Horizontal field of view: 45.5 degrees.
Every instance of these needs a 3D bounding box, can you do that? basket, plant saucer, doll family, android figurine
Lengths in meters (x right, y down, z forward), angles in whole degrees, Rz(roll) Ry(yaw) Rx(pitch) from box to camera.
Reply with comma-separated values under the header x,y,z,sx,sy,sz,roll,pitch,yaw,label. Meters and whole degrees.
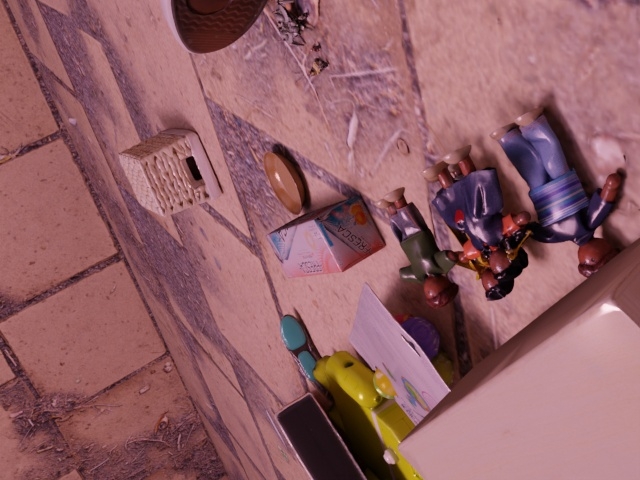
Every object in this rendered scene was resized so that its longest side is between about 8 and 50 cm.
x,y,z,sx,sy,sz,roll,pitch,yaw,label
-0.248,-0.109,1.231,0.167,0.103,0.113,21,136,62,basket
-0.040,-0.070,0.902,0.083,0.015,0.083,49,157,30,plant saucer
0.117,-0.008,0.516,0.111,0.076,0.193,64,158,4,doll family
0.082,0.261,1.007,0.273,0.056,0.248,36,149,53,android figurine

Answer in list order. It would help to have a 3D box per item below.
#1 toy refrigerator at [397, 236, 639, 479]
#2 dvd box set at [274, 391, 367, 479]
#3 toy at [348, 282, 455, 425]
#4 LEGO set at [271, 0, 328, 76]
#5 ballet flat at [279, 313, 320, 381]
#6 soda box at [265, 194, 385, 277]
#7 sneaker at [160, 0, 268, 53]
x,y,z,sx,sy,sz,roll,pitch,yaw,label
0.153,0.093,0.452,0.094,0.102,0.269,46,149,12,toy refrigerator
0.039,0.370,1.125,0.307,0.062,0.420,57,172,10,dvd box set
0.092,0.117,0.777,0.137,0.056,0.237,51,164,15,toy
-0.024,-0.185,0.690,0.083,0.023,0.054,57,160,12,LEGO set
-0.030,0.164,1.177,0.114,0.041,0.041,63,160,-4,ballet flat
0.000,0.000,0.838,0.063,0.058,0.183,62,160,-5,soda box
-0.095,-0.293,0.628,0.123,0.106,0.290,61,155,29,sneaker
